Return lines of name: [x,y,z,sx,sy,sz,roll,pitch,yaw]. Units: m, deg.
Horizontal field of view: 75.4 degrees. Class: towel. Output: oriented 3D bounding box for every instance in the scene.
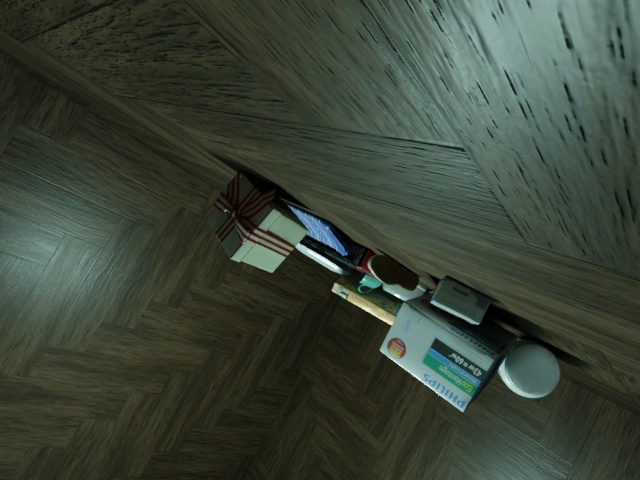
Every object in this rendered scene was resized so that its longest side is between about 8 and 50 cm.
towel: [-0.050,-0.060,1.685,0.335,0.040,0.243,26,165,34]

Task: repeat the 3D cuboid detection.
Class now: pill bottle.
pill bottle: [0.856,0.526,1.712,0.224,0.224,0.392,27,176,25]

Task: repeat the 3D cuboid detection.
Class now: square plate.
square plate: [-0.013,0.053,2.156,0.347,0.049,0.344,32,-171,-12]

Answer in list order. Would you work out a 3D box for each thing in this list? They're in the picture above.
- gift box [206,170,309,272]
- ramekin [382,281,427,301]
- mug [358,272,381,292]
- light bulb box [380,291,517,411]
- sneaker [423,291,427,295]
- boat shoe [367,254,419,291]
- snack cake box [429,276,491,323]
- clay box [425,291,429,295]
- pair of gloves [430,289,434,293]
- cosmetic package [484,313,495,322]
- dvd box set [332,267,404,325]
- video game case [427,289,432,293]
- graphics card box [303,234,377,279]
gift box: [-0.225,-0.080,1.473,0.255,0.276,0.258,42,-171,36]
ramekin: [0.390,0.224,1.967,0.207,0.109,0.207,29,176,2]
mug: [0.248,0.171,1.973,0.097,0.158,0.129,26,-148,-5]
light bulb box: [0.482,0.384,1.546,0.357,0.226,0.361,32,-161,31]
sneaker: [0.573,0.324,2.200,0.214,0.084,0.083,30,-176,-9]
boat shoe: [0.270,0.127,1.634,0.277,0.098,0.096,30,175,-35]
snack cake box: [0.453,0.202,1.373,0.152,0.089,0.264,26,176,14]
clay box: [0.628,0.329,2.037,0.127,0.053,0.222,33,174,-28]
pair of gloves: [0.539,0.262,1.895,0.083,0.010,0.074,49,167,12]
cosmetic package: [0.681,0.379,1.789,0.107,0.127,0.238,27,178,29]
dvd box set: [0.299,0.279,2.066,0.420,0.062,0.307,28,-155,15]
video game case: [0.575,0.298,1.915,0.119,0.015,0.166,60,164,-22]
graphics card box: [0.092,0.042,1.853,0.370,0.094,0.232,25,175,33]
